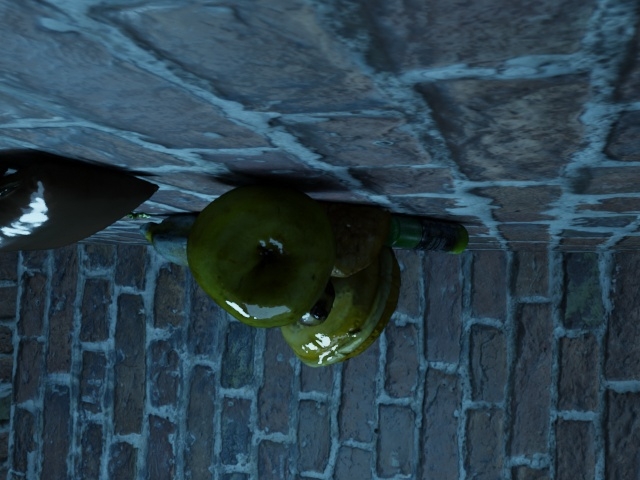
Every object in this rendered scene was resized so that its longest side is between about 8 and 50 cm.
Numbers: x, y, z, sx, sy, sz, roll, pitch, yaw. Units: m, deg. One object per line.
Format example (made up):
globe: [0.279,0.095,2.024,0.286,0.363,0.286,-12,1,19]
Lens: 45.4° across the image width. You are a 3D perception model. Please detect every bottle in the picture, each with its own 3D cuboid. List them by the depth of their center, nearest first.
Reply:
bottle: [0.293,-0.016,2.166,0.093,0.093,0.330,-2,175,44]

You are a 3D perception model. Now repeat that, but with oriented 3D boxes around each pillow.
pillow: [-0.512,-0.055,1.439,0.307,0.108,0.305,-22,168,26]

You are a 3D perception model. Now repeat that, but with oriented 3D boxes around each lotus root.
lotus root: [-0.031,0.148,1.994,0.128,0.145,0.260,6,-168,-14]
lotus root: [-0.404,0.000,2.272,0.322,0.158,0.140,5,154,37]

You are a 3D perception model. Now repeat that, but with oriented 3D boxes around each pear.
pear: [-0.114,0.020,1.565,0.304,0.304,0.304,2,176,0]

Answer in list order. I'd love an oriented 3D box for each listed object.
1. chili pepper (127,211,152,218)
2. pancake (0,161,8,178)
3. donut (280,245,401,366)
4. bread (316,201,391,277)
chili pepper: [-0.537,-0.075,2.246,0.083,0.022,0.027,3,-151,-33]
pancake: [-0.653,-0.096,1.356,0.197,0.054,0.376,-19,178,-16]
donut: [0.048,0.149,2.196,0.198,0.449,0.449,24,165,-33]
bread: [0.000,0.000,1.901,0.340,0.179,0.194,4,176,-25]
